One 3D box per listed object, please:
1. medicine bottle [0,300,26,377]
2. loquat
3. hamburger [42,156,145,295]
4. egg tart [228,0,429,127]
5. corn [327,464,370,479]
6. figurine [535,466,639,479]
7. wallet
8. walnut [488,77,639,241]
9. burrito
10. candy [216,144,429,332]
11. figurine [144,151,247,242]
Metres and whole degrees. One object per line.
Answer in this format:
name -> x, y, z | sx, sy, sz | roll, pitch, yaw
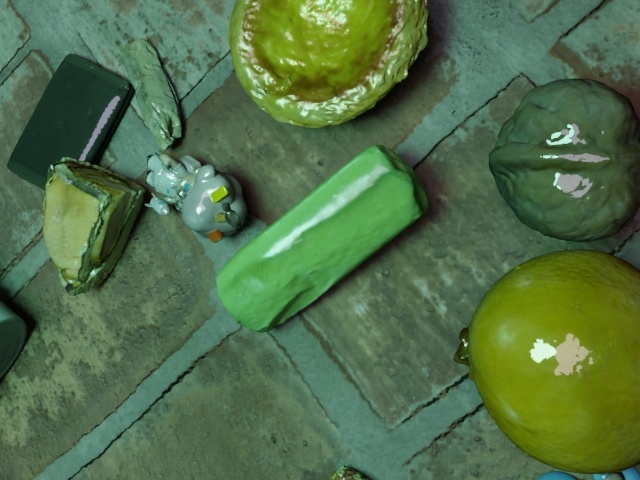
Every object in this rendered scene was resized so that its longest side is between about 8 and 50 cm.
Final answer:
medicine bottle -> -0.693, 0.127, 1.245 | 0.306, 0.245, 0.245 | 35, 96, 11
loquat -> 0.303, 0.144, 0.896 | 0.274, 0.275, 0.275 | -2, 84, 19
hamburger -> -0.399, -0.025, 1.231 | 0.155, 0.135, 0.208 | 24, 111, 20
egg tart -> 0.017, -0.320, 1.112 | 0.318, 0.128, 0.319 | -1, 86, 17
corn -> 0.108, 0.413, 1.037 | 0.237, 0.079, 0.079 | 37, 97, 23
figurine -> 0.366, 0.375, 0.927 | 0.262, 0.154, 0.180 | -18, 70, -1
wallet -> -0.449, -0.203, 1.302 | 0.168, 0.052, 0.245 | 29, 90, 18
walnut -> 0.323, -0.103, 0.936 | 0.224, 0.224, 0.224 | -2, 84, 19
burrito -> -0.291, -0.255, 1.251 | 0.058, 0.063, 0.230 | -49, 59, 46
candy -> 0.000, 0.000, 1.079 | 0.343, 0.142, 0.132 | -39, 87, 12
figurine -> -0.197, -0.071, 1.172 | 0.229, 0.112, 0.137 | 30, 122, 26
